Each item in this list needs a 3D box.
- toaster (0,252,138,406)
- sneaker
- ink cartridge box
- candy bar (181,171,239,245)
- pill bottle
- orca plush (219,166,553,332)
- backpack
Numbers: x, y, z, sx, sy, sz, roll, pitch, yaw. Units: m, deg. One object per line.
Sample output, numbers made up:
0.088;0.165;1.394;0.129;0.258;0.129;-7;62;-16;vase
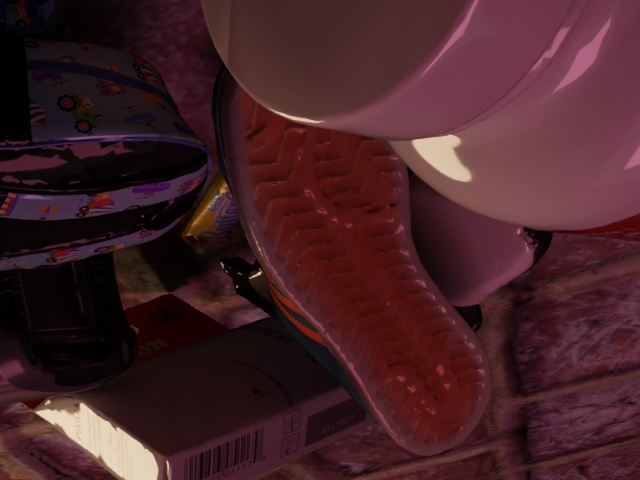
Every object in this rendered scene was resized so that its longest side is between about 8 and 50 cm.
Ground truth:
-0.221;0.045;0.992;0.146;0.129;0.227;-15;176;15;toaster
0.000;0.000;0.976;0.108;0.121;0.302;-36;124;-16;sneaker
-0.104;0.088;1.119;0.189;0.232;0.066;-19;129;-39;ink cartridge box
-0.055;-0.034;1.071;0.040;0.018;0.161;-3;157;-24;candy bar
0.159;-0.111;0.684;0.407;0.229;0.229;5;154;-41;pill bottle
0.062;-0.004;1.108;0.102;0.151;0.287;-40;-178;-39;orca plush
-0.148;-0.052;0.820;0.173;0.117;0.158;-6;159;-17;backpack
